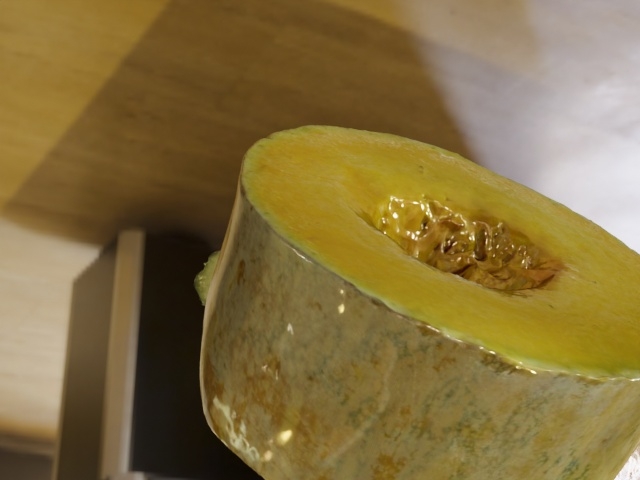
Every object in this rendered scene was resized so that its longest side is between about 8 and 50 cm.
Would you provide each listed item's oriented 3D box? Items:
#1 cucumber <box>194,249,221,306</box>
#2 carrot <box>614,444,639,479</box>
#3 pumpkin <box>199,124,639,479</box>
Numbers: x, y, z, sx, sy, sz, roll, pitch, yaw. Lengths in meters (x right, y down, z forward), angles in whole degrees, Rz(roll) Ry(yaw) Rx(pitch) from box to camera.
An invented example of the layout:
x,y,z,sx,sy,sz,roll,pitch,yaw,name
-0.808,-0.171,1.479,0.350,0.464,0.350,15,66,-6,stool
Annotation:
x,y,z,sx,sy,sz,roll,pitch,yaw,name
-0.001,-0.001,1.329,0.265,0.077,0.077,-26,169,-36,cucumber
0.161,0.164,1.212,0.196,0.196,0.254,-14,145,26,carrot
0.078,0.078,0.921,0.332,0.332,0.199,10,113,-18,pumpkin
